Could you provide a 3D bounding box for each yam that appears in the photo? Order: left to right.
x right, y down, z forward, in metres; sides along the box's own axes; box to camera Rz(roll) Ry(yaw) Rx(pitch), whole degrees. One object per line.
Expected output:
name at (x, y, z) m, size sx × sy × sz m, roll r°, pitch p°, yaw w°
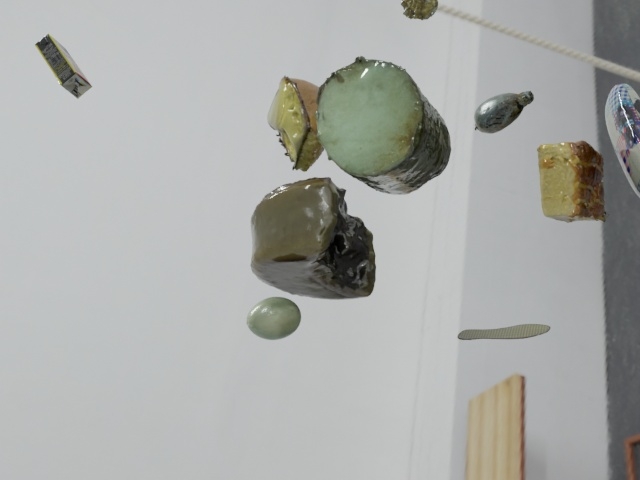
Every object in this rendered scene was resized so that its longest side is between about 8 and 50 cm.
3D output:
yam at (0.113, -0.181, 1.162) m, size 0.300 × 0.195 × 0.195 m, roll 10°, pitch -84°, yaw -71°

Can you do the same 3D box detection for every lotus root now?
lotus root at (0.444, -0.319, 1.673) m, size 0.165 × 0.088 × 0.088 m, roll -26°, pitch 45°, yaw 44°

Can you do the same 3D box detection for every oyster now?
oyster at (0.248, -0.600, 1.634) m, size 0.146 × 0.122 × 0.045 m, roll -38°, pitch 1°, yaw 29°

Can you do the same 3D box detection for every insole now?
insole at (0.491, 0.249, 1.838) m, size 0.086 × 0.253 × 0.005 m, roll -37°, pitch -66°, yaw -57°

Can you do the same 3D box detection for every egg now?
egg at (-0.123, 0.207, 1.800) m, size 0.114 × 0.152 × 0.114 m, roll 20°, pitch 114°, yaw 57°

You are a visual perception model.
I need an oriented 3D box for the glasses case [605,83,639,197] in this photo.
glasses case at (0.755, -0.238, 1.632) m, size 0.125 × 0.076 × 0.328 m, roll 79°, pitch -174°, yaw -54°

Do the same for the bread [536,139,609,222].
bread at (0.604, -0.135, 1.613) m, size 0.114 × 0.274 × 0.185 m, roll -6°, pitch 85°, yaw 34°

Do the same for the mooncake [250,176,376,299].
mooncake at (0.000, 0.000, 1.888) m, size 0.394 × 0.392 × 0.247 m, roll 130°, pitch 143°, yaw -59°

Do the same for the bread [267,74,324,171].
bread at (-0.043, -0.345, 1.930) m, size 0.204 × 0.162 × 0.262 m, roll 108°, pitch 145°, yaw -48°

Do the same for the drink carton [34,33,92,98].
drink carton at (-0.637, -0.431, 1.681) m, size 0.056 × 0.166 × 0.071 m, roll -39°, pitch -26°, yaw -1°
